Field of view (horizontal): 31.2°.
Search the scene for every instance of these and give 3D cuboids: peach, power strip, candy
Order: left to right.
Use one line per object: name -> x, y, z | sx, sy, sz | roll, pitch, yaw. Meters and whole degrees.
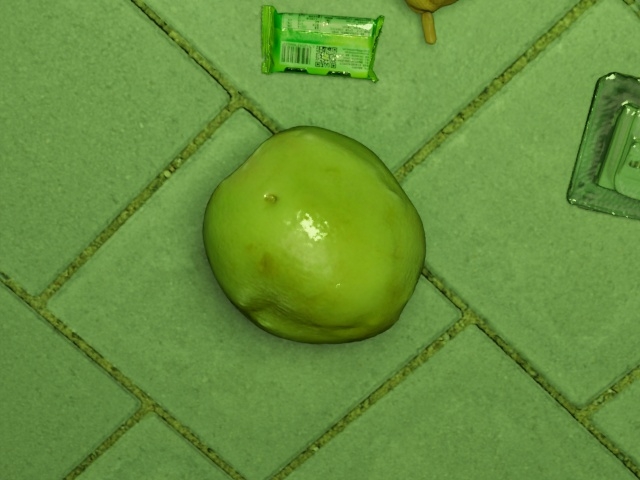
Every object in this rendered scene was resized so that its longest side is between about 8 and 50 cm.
peach -> -0.003, -0.006, 1.642 | 0.316, 0.281, 0.314 | 29, 145, 0
candy -> 0.002, -0.284, 1.661 | 0.178, 0.032, 0.102 | 5, 109, 5
power strip -> 0.477, -0.122, 1.660 | 0.198, 0.064, 0.213 | 11, 113, 2

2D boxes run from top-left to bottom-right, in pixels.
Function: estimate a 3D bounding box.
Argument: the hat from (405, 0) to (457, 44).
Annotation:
hat -> 0.152, -0.364, 1.534 | 0.233, 0.244, 0.233 | 6, 126, 10
